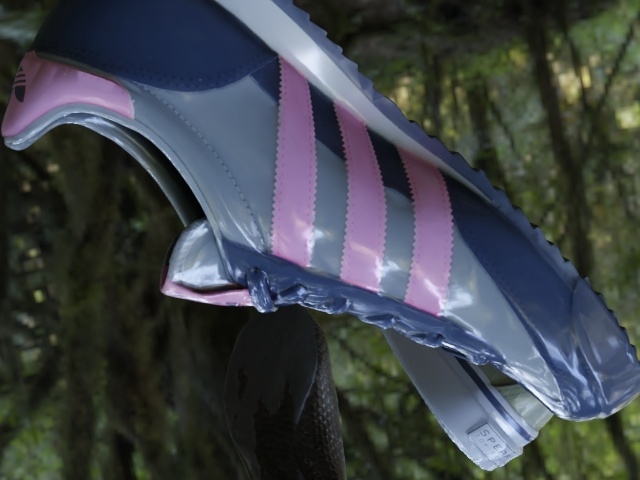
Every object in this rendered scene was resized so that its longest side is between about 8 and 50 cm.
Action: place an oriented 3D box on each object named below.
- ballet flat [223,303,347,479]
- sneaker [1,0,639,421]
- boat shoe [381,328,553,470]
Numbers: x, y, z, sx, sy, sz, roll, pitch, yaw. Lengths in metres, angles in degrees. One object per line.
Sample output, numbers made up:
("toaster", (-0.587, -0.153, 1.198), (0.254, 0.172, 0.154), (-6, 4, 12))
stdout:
("ballet flat", (-0.013, 0.149, 1.009), (0.084, 0.058, 0.250), (-31, -134, 19))
("sneaker", (0.000, 0.000, 0.669), (0.131, 0.319, 0.112), (-51, -175, -10))
("boat shoe", (0.069, 0.013, 0.927), (0.094, 0.109, 0.302), (-37, -131, 5))
